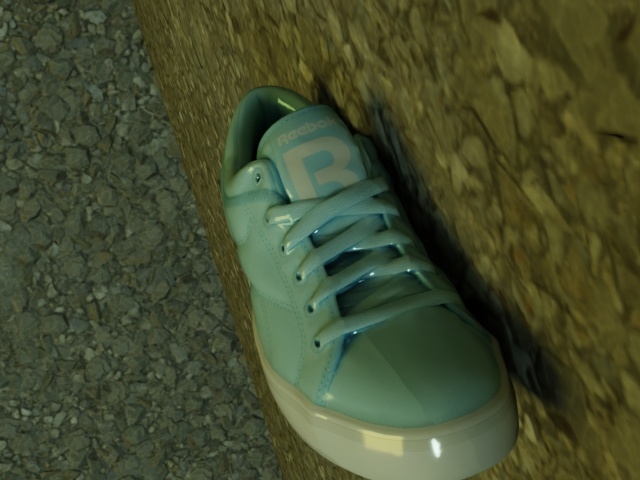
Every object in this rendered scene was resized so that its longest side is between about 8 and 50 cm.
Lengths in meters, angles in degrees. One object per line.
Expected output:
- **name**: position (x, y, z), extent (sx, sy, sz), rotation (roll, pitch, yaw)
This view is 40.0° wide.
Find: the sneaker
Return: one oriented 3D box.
- **sneaker**: position (0.000, 0.000, 0.565), extent (0.366, 0.135, 0.150), rotation (-131, 22, -56)
